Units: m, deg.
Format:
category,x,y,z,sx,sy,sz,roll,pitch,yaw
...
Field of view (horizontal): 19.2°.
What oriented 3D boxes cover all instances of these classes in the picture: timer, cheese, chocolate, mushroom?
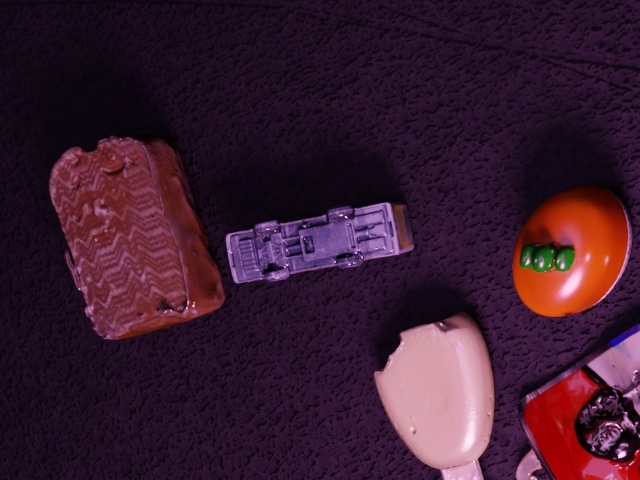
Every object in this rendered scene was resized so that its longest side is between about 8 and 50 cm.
category,x,y,z,sx,sy,sz,roll,pitch,yaw
timer,0.234,0.013,1.789,0.099,0.136,0.136,17,103,21
cheese,0.131,0.205,1.902,0.127,0.050,0.255,-16,87,29
chocolate,-0.197,-0.008,2.041,0.148,0.093,0.214,-17,87,28
mushroom,0.236,0.215,1.862,0.101,0.019,0.049,-28,80,26

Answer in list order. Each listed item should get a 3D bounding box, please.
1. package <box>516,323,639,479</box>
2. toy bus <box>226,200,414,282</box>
category,x,y,z,sx,sy,sz,roll,pitch,yaw
package,0.322,0.163,1.781,0.269,0.071,0.194,-47,52,32
toy bus,0.000,0.000,1.942,0.190,0.075,0.064,-11,91,28
